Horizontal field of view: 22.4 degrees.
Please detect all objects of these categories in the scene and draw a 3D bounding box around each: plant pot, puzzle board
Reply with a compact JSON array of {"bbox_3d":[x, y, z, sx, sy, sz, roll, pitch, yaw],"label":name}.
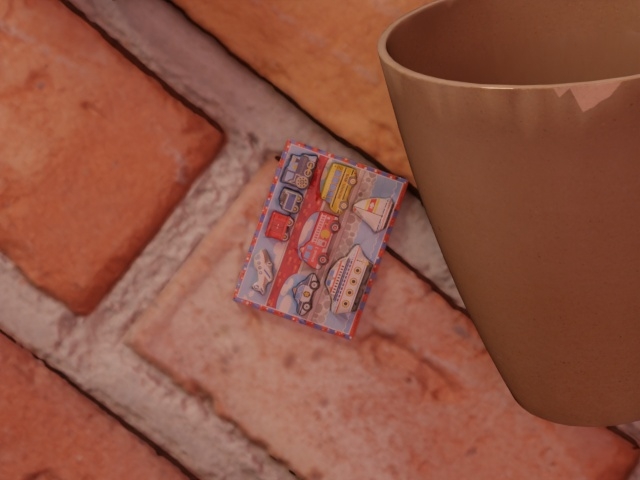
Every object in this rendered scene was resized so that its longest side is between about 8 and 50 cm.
[{"bbox_3d":[0.184,-0.020,1.111,0.257,0.256,0.274,-10,113,-3],"label":"plant pot"},{"bbox_3d":[0.000,0.000,1.199,0.096,0.011,0.128,19,95,-6],"label":"puzzle board"}]
